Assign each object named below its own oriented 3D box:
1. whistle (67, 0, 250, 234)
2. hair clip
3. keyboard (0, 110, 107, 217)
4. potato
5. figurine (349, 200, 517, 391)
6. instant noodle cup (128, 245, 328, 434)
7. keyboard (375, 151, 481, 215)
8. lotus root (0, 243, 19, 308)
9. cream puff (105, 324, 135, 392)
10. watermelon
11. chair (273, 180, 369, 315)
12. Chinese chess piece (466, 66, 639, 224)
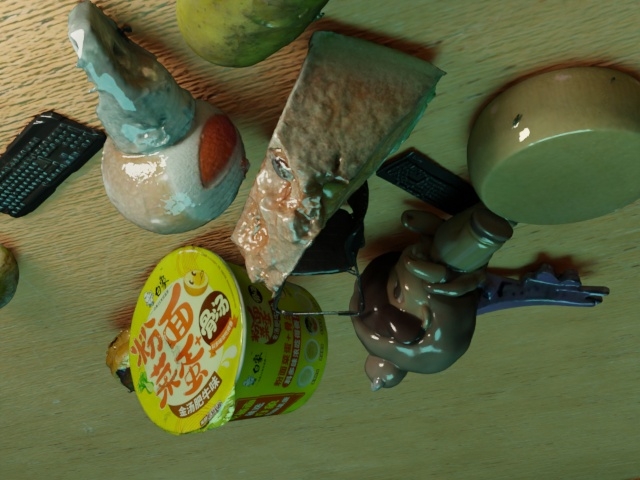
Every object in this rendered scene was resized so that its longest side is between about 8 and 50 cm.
[{"bbox_3d":[-0.192,-0.136,1.119,0.189,0.189,0.348,-10,138,11],"label":"whistle"},{"bbox_3d":[0.365,0.085,1.654,0.278,0.090,0.137,-7,155,-2],"label":"hair clip"},{"bbox_3d":[-0.402,-0.099,1.300,0.106,0.016,0.262,21,142,-36],"label":"keyboard"},{"bbox_3d":[-0.064,-0.266,0.958,0.149,0.113,0.251,4,159,-29],"label":"potato"},{"bbox_3d":[0.184,0.068,1.477,0.203,0.248,0.380,20,135,-13],"label":"figurine"},{"bbox_3d":[-0.143,0.175,1.556,0.221,0.311,0.311,11,148,-43],"label":"instant noodle cup"},{"bbox_3d":[0.169,-0.080,1.398,0.074,0.015,0.196,-23,148,36],"label":"keyboard"},{"bbox_3d":[-0.546,0.067,1.507,0.113,0.088,0.192,0,151,-19],"label":"lotus root"},{"bbox_3d":[-0.307,0.205,1.736,0.189,0.129,0.189,-11,151,-6],"label":"cream puff"},{"bbox_3d":[-0.004,-0.115,1.154,0.151,0.302,0.264,38,146,4],"label":"watermelon"},{"bbox_3d":[0.000,0.000,1.404,0.145,0.140,0.221,1,146,0],"label":"chair"},{"bbox_3d":[0.333,-0.122,1.262,0.273,0.102,0.273,-3,152,-2],"label":"Chinese chess piece"}]
